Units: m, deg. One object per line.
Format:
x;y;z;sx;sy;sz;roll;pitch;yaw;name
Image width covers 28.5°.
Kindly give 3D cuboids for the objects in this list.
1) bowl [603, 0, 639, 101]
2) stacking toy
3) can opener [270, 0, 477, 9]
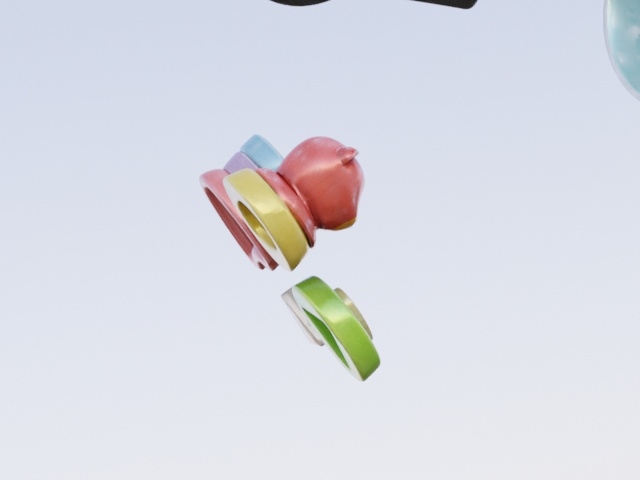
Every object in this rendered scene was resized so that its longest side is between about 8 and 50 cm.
0.491;-0.268;1.415;0.163;0.312;0.311;15;-35;-37;bowl
0.000;0.000;1.430;0.130;0.280;0.309;-37;15;-9;stacking toy
0.065;-0.340;1.604;0.280;0.074;0.093;4;-26;-9;can opener
